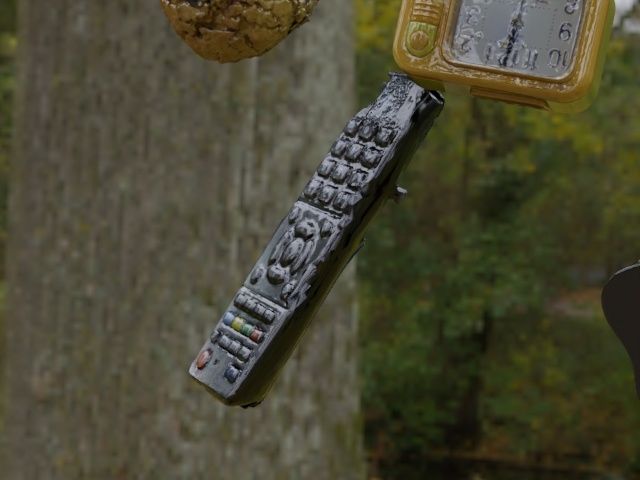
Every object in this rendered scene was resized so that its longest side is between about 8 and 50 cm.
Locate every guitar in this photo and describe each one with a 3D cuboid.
[{"bbox_3d":[0.281,0.144,1.324,0.083,0.271,0.038,-12,6,35],"label":"guitar"}]

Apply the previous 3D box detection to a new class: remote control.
[{"bbox_3d":[0.000,0.000,1.871,0.062,0.399,0.144,35,-5,-27],"label":"remote control"}]

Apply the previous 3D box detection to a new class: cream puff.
[{"bbox_3d":[-0.070,-0.197,1.360,0.133,0.119,0.104,45,13,34],"label":"cream puff"}]

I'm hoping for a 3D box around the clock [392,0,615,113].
[{"bbox_3d":[0.183,-0.211,1.756,0.202,0.143,0.096,11,-7,15],"label":"clock"}]
